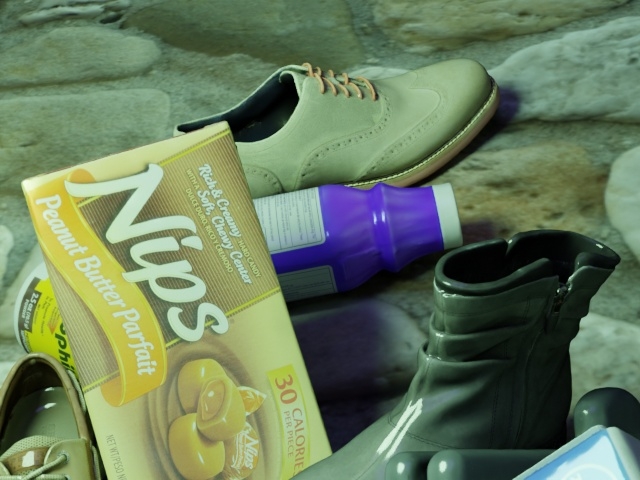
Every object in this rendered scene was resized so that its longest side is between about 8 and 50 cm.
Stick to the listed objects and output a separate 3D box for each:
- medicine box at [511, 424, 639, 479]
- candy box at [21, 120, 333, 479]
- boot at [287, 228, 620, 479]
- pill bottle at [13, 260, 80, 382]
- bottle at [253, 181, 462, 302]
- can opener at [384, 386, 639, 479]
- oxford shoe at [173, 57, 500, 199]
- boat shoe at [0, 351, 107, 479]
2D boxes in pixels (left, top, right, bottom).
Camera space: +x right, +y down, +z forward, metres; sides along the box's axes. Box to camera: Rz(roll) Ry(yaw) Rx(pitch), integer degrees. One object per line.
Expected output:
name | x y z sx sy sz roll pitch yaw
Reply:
medicine box | 0.143 0.300 0.742 0.263 0.149 0.289 -38 47 21
candy box | -0.119 0.077 1.151 0.183 0.087 0.316 -17 81 -7
boot | 0.080 0.113 1.025 0.118 0.223 0.338 32 39 34
pill bottle | -0.183 0.092 1.286 0.215 0.117 0.117 18 46 36
bottle | 0.000 0.000 1.372 0.282 0.092 0.118 -11 37 2
can opener | 0.158 0.155 1.010 0.076 0.095 0.283 -11 -14 41
oxford shoe | 0.024 -0.131 1.491 0.397 0.146 0.140 -26 36 -19
boat shoe | -0.236 0.219 1.133 0.123 0.116 0.324 -16 36 -4
